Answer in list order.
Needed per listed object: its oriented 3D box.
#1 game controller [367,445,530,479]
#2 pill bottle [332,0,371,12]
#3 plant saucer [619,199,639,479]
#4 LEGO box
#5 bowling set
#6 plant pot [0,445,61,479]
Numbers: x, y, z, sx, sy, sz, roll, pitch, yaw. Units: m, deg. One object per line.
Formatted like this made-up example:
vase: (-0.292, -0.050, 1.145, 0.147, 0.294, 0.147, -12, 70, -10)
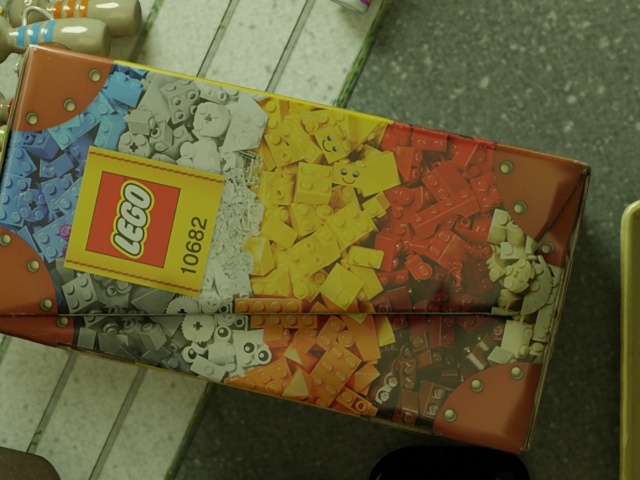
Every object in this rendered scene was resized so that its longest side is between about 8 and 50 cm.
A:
game controller: (0.104, 0.342, 1.408, 0.166, 0.067, 0.319, 4, 90, -32)
pill bottle: (0.039, -0.255, 1.450, 0.043, 0.043, 0.083, 24, 93, 6)
plant saucer: (0.429, 0.131, 1.385, 0.333, 0.081, 0.332, 1, 90, 6)
LEGO box: (0.000, 0.000, 1.228, 0.372, 0.500, 0.193, 13, 92, 6)
bowling set: (-0.264, -0.137, 1.389, 0.154, 0.200, 0.287, 2, 69, 8)
plant pot: (-0.350, 0.262, 1.403, 0.230, 0.215, 0.215, -3, 89, -37)
